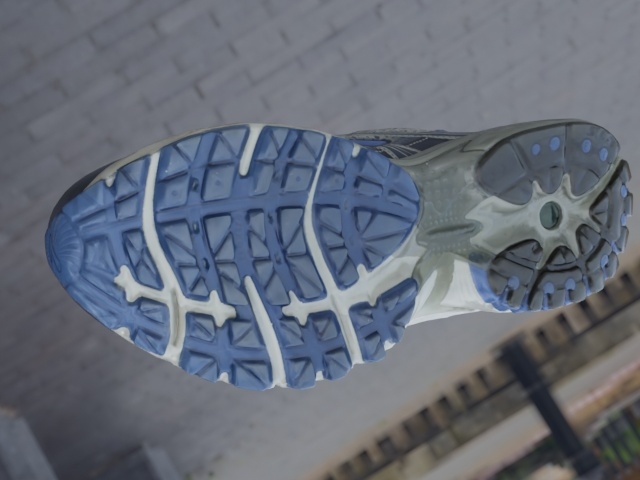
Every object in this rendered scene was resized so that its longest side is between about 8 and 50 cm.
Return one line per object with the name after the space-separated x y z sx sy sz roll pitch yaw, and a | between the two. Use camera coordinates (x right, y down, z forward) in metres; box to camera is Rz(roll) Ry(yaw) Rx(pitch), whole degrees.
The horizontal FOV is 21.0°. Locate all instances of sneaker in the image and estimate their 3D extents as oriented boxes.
0.000 0.000 0.365 0.135 0.052 0.058 -3 -174 -35 | sneaker
